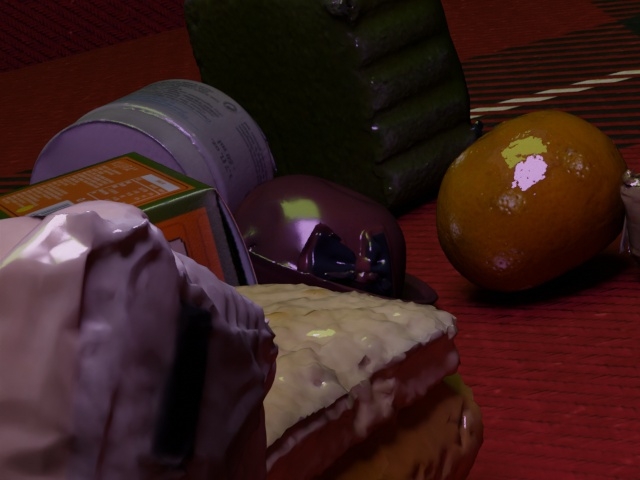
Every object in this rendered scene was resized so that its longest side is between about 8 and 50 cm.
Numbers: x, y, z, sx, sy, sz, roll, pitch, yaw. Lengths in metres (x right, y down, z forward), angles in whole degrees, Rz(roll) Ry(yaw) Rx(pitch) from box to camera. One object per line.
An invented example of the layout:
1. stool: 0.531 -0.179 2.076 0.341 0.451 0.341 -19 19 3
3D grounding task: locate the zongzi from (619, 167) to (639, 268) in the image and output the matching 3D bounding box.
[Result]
1. zongzi: 0.341 -0.036 1.385 0.194 0.099 0.197 0 16 44

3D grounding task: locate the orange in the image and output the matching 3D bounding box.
1. orange: 0.159 -0.032 1.439 0.156 0.124 0.156 -28 4 2

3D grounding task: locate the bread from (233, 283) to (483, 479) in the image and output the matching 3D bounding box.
1. bread: -0.098 0.141 1.012 0.236 0.165 0.375 2 22 34

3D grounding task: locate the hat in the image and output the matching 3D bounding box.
1. hat: 0.000 0.000 1.441 0.205 0.089 0.205 18 5 -2

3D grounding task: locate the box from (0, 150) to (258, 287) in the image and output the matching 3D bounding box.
1. box: -0.140 0.047 1.356 0.148 0.177 0.195 -20 16 -18

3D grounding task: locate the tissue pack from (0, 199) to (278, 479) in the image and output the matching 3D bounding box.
1. tissue pack: -0.202 0.162 0.731 0.375 0.390 0.195 -4 -16 27

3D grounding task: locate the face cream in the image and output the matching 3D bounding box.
1. face cream: -0.147 -0.044 1.689 0.177 0.177 0.153 -6 15 28

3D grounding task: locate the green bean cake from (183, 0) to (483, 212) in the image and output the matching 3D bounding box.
1. green bean cake: 0.010 -0.157 1.808 0.156 0.250 0.247 -28 20 -38
